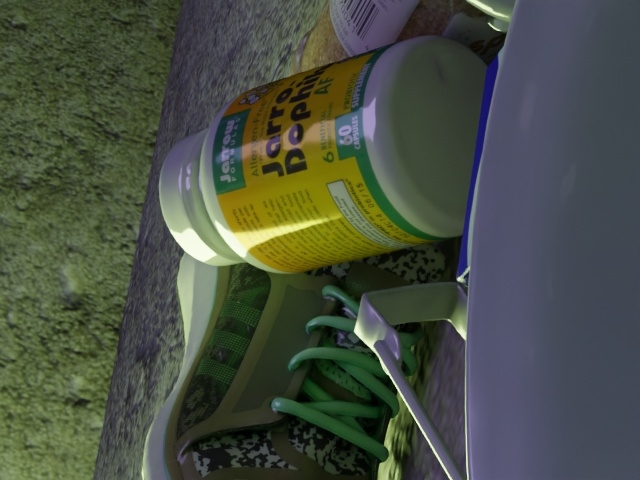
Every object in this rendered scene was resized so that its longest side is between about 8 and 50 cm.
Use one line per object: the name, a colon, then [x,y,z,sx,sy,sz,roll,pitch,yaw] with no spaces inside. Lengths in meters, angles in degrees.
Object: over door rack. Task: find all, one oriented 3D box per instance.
over door rack: [0.020,0.200,0.829,0.324,0.108,0.239,-105,25,-57]

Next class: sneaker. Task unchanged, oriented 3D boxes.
sneaker: [0.001,0.071,1.226,0.182,0.158,0.410,-47,28,29]

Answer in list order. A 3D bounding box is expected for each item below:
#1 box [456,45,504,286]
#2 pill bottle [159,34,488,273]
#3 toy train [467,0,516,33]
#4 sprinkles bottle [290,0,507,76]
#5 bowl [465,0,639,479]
box: [0.123,-0.049,0.896,0.137,0.072,0.126,124,160,-61]
pill bottle: [0.003,-0.044,1.167,0.208,0.117,0.117,-13,58,45]
toy train: [0.120,-0.210,0.698,0.334,0.142,0.190,-62,-12,-48]
sprinkles bottle: [0.085,-0.181,1.146,0.355,0.121,0.121,121,161,-56]
bowl: [0.138,0.045,0.426,0.298,0.134,0.298,180,90,-75]
